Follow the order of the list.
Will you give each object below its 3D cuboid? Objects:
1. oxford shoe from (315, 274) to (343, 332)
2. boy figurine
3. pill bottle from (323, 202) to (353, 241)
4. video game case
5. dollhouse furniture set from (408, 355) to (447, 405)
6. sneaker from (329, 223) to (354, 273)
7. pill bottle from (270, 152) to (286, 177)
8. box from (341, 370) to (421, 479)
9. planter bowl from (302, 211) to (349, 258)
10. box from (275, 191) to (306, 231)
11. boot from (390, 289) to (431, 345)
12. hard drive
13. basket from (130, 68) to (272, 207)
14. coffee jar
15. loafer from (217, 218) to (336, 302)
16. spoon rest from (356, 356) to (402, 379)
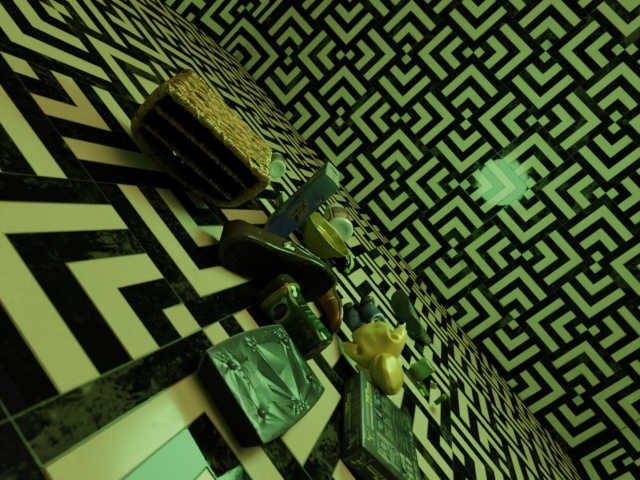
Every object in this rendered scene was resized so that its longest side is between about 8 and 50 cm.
[{"bbox_3d":[0.016,0.178,1.208,0.076,0.076,0.212,10,33,-18],"label":"oxford shoe"},{"bbox_3d":[0.148,0.266,1.098,0.285,0.177,0.092,-115,-175,-52],"label":"boy figurine"},{"bbox_3d":[0.075,-0.085,1.910,0.121,0.121,0.221,44,15,-20],"label":"pill bottle"},{"bbox_3d":[-0.059,-0.113,1.284,0.061,0.269,0.244,45,14,-13],"label":"video game case"},{"bbox_3d":[0.355,0.469,1.412,0.151,0.076,0.058,57,15,24],"label":"dollhouse furniture set"},{"bbox_3d":[0.052,0.023,1.640,0.234,0.084,0.097,52,16,11],"label":"sneaker"},{"bbox_3d":[-0.191,-0.330,1.837,0.078,0.078,0.137,42,16,-26],"label":"pill bottle"},{"bbox_3d":[0.127,0.416,0.899,0.183,0.059,0.232,46,15,-12],"label":"box"},{"bbox_3d":[0.000,0.000,1.530,0.217,0.090,0.217,44,15,-15],"label":"planter bowl"},{"bbox_3d":[-0.092,-0.097,1.607,0.179,0.043,0.105,39,17,-27],"label":"box"},{"bbox_3d":[0.402,0.350,1.895,0.161,0.083,0.246,44,19,-47],"label":"boot"},{"bbox_3d":[-0.093,0.235,0.718,0.172,0.054,0.255,53,15,14],"label":"hard drive"},{"bbox_3d":[-0.280,-0.205,0.978,0.299,0.213,0.223,43,18,-25],"label":"basket"},{"bbox_3d":[-0.060,0.165,0.912,0.184,0.096,0.079,55,17,20],"label":"coffee jar"},{"bbox_3d":[-0.096,0.040,1.049,0.366,0.134,0.130,36,20,-43],"label":"loafer"},{"bbox_3d":[0.184,0.331,1.243,0.137,0.084,0.276,53,15,12],"label":"spoon rest"}]
